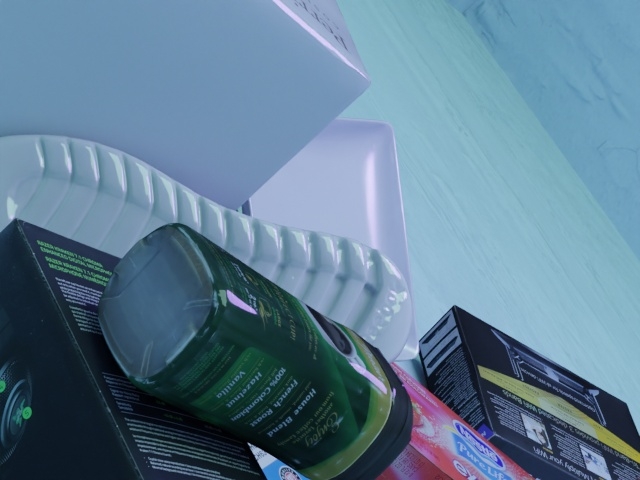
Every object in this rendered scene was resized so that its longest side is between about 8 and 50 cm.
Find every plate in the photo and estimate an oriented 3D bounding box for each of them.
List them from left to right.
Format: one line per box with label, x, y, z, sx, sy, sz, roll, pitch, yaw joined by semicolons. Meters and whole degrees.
plate;0.000;0.000;1.859;0.277;0.045;0.278;1;80;-52

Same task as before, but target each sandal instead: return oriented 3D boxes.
sandal;-0.126;0.038;1.474;0.416;0.169;0.102;19;-20;-13

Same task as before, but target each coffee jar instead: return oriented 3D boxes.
coffee jar;-0.031;0.069;0.944;0.184;0.079;0.096;34;13;-40

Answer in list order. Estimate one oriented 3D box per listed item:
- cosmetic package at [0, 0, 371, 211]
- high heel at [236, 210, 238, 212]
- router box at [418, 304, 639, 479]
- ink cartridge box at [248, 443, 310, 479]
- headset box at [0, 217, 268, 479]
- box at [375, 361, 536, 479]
cosmetic package;-0.208;-0.223;1.597;0.329;0.327;0.393;37;21;-32
high heel;-0.130;-0.042;1.877;0.261;0.093;0.186;-93;166;-87
router box;0.274;0.239;2.086;0.309;0.081;0.243;30;26;-26
ink cartridge box;-0.116;0.151;1.249;0.232;0.168;0.171;49;17;8
headset box;-0.167;0.165;0.961;0.131;0.246;0.283;25;27;-53
box;0.095;0.254;1.577;0.300;0.154;0.142;40;18;-21
